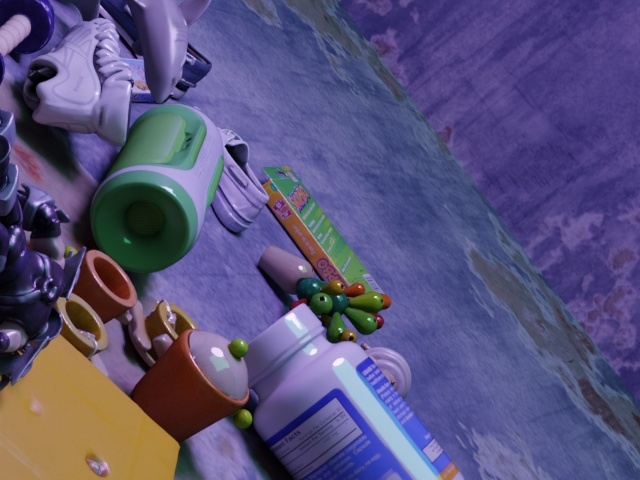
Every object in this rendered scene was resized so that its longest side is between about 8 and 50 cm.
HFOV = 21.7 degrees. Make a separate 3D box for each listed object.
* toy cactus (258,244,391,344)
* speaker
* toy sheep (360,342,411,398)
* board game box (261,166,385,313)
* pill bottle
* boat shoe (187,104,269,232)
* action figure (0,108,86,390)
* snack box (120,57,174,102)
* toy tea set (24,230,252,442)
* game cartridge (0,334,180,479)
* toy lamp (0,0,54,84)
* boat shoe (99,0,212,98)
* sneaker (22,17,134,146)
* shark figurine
[{"bbox_3d":[-0.005,0.077,2.200,0.180,0.112,0.219,35,15,15],"label":"toy cactus"},{"bbox_3d":[-0.185,-0.067,1.940,0.131,0.131,0.296,47,17,-14],"label":"speaker"},{"bbox_3d":[0.076,0.178,2.179,0.091,0.091,0.132,50,11,-1],"label":"toy sheep"},{"bbox_3d":[0.000,0.000,2.447,0.259,0.039,0.124,56,16,8],"label":"board game box"},{"bbox_3d":[0.022,0.208,1.847,0.272,0.152,0.152,52,16,4],"label":"pill bottle"},{"bbox_3d":[-0.128,-0.112,2.276,0.083,0.076,0.226,27,29,-55],"label":"boat shoe"},{"bbox_3d":[-0.263,-0.002,1.352,0.285,0.099,0.185,84,9,-46],"label":"action figure"},{"bbox_3d":[-0.257,-0.217,2.260,0.064,0.022,0.178,51,16,9],"label":"snack box"},{"bbox_3d":[-0.191,0.062,1.648,0.336,0.124,0.200,37,21,-39],"label":"toy tea set"},{"bbox_3d":[-0.260,0.154,1.415,0.324,0.053,0.285,44,18,-15],"label":"game cartridge"},{"bbox_3d":[-0.362,-0.234,1.923,0.080,0.080,0.274,47,16,-12],"label":"toy lamp"},{"bbox_3d":[-0.257,-0.320,2.383,0.254,0.079,0.095,51,17,3],"label":"boat shoe"},{"bbox_3d":[-0.295,-0.198,1.985,0.118,0.110,0.292,1,20,-14],"label":"sneaker"},{"bbox_3d":[-0.248,-0.305,2.112,0.116,0.166,0.278,26,9,-46],"label":"shark figurine"}]
